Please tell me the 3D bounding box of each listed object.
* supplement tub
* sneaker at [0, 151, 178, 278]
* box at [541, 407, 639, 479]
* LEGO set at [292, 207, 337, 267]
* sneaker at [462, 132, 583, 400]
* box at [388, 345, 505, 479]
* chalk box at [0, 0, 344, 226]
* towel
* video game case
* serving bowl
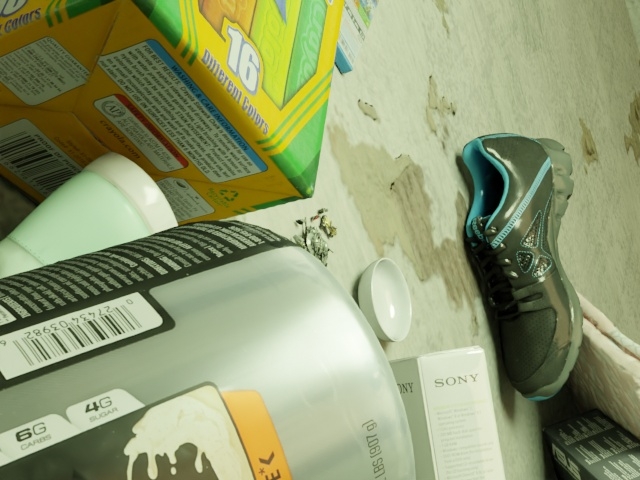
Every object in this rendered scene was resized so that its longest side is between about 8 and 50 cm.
[{"bbox_3d":[-0.132,0.117,0.372,0.316,0.193,0.194,-19,96,-38],"label":"supplement tub"},{"bbox_3d":[-0.136,0.088,0.574,0.151,0.094,0.256,-39,134,-27],"label":"sneaker"},{"bbox_3d":[0.417,0.414,1.180,0.395,0.097,0.318,-133,-154,-78],"label":"box"},{"bbox_3d":[-0.001,-0.003,0.886,0.054,0.023,0.083,56,36,-33],"label":"LEGO set"},{"bbox_3d":[0.239,0.030,1.236,0.139,0.125,0.341,8,72,-31],"label":"sneaker"},{"bbox_3d":[0.077,0.249,0.742,0.058,0.232,0.322,-4,81,-18],"label":"box"},{"bbox_3d":[-0.100,-0.170,0.620,0.180,0.179,0.289,46,42,-44],"label":"chalk box"},{"bbox_3d":[0.400,0.212,1.316,0.332,0.053,0.317,62,-4,-27],"label":"towel"},{"bbox_3d":[0.020,-0.271,1.039,0.119,0.015,0.166,56,36,-32],"label":"video game case"},{"bbox_3d":[0.059,0.060,0.962,0.083,0.027,0.083,33,51,-52],"label":"serving bowl"}]
